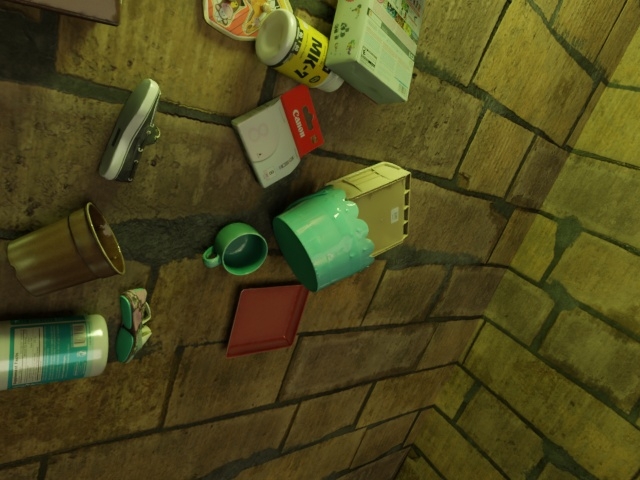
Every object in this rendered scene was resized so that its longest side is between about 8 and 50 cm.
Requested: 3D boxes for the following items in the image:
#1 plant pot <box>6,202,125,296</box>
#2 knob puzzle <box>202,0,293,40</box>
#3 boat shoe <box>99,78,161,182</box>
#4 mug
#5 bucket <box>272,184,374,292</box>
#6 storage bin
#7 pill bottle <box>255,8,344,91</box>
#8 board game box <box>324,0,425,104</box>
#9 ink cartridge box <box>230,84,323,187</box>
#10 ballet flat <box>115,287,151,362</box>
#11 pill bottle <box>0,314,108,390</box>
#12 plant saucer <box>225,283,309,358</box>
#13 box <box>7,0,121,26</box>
[{"bbox_3d":[-0.525,0.026,0.831,0.165,0.167,0.166,-23,129,-15],"label":"plant pot"},{"bbox_3d":[-0.164,-0.518,0.851,0.213,0.030,0.213,-20,128,-28],"label":"knob puzzle"},{"bbox_3d":[-0.380,-0.220,0.839,0.076,0.080,0.228,18,106,-49],"label":"boat shoe"},{"bbox_3d":[-0.233,0.014,1.082,0.158,0.097,0.129,16,106,-42],"label":"mug"},{"bbox_3d":[0.000,0.000,1.140,0.183,0.281,0.281,-28,130,-20],"label":"bucket"},{"bbox_3d":[0.162,-0.089,1.307,0.261,0.123,0.262,-25,129,-25],"label":"storage bin"},{"bbox_3d":[-0.036,-0.432,0.935,0.209,0.119,0.119,6,113,-48],"label":"pill bottle"},{"bbox_3d":[0.142,-0.517,0.957,0.224,0.098,0.303,13,89,-50],"label":"board game box"},{"bbox_3d":[-0.094,-0.273,1.042,0.232,0.066,0.189,-31,131,-13],"label":"ink cartridge box"},{"bbox_3d":[-0.482,0.222,1.045,0.079,0.077,0.221,-18,128,-53],"label":"ballet flat"},{"bbox_3d":[-0.628,0.245,0.887,0.264,0.146,0.146,3,114,-38],"label":"pill bottle"},{"bbox_3d":[-0.176,0.250,1.309,0.259,0.048,0.258,1,115,-38],"label":"plant saucer"},{"bbox_3d":[-0.495,-0.416,0.546,0.382,0.191,0.143,-2,118,-37],"label":"box"}]
